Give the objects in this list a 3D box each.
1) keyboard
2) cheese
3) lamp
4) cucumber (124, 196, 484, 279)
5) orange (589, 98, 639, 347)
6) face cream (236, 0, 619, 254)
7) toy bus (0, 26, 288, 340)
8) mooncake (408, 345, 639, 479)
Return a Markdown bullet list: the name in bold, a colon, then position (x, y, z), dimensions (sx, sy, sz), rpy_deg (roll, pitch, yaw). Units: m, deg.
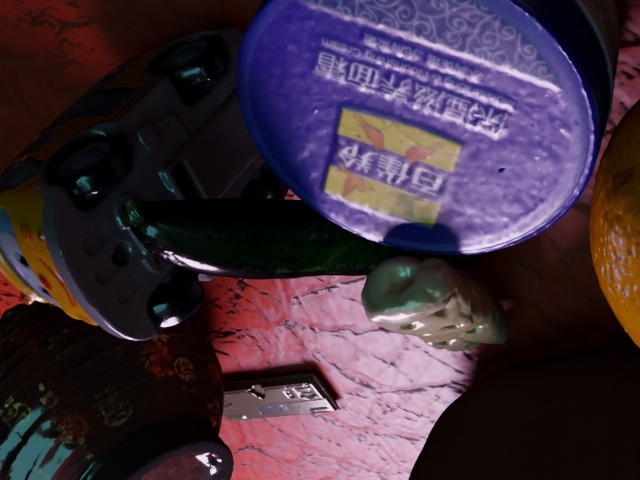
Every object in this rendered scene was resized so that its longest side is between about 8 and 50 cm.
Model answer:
- **keyboard**: position (-0.046, 0.143, 0.983), dimensions (0.129, 0.015, 0.049), rpy_deg (-12, 131, 34)
- **cheese**: position (0.083, 0.047, 0.728), dimensions (0.064, 0.043, 0.194), rpy_deg (-7, 165, 19)
- **lamp**: position (-0.190, 0.147, 0.911), dimensions (0.247, 0.247, 0.247), rpy_deg (14, 136, 14)
- **cucumber**: position (0.000, 0.000, 0.689), dimensions (0.284, 0.056, 0.056), rpy_deg (4, 153, -38)
- **orange**: position (0.253, -0.007, 0.551), dimensions (0.224, 0.170, 0.224), rpy_deg (-4, 142, -3)
- **face cream**: position (0.064, -0.099, 0.617), dimensions (0.205, 0.111, 0.206), rpy_deg (14, 137, 14)
- **toy bus**: position (-0.122, -0.039, 0.705), dimensions (0.136, 0.209, 0.126), rpy_deg (3, 133, 39)
- **mooncake**: position (0.226, 0.219, 0.806), dimensions (0.333, 0.174, 0.326), rpy_deg (13, 139, 10)
